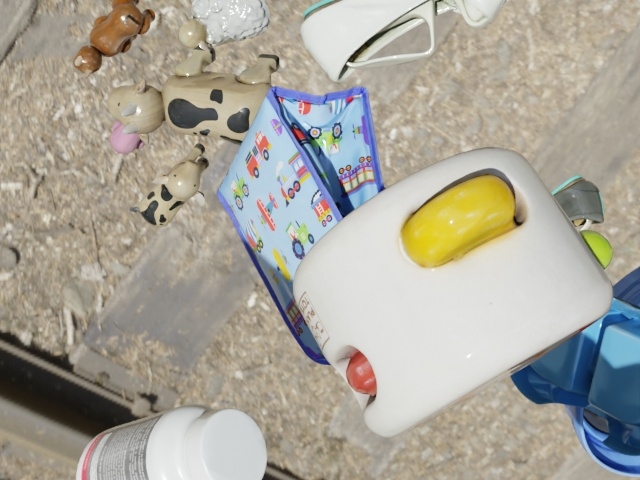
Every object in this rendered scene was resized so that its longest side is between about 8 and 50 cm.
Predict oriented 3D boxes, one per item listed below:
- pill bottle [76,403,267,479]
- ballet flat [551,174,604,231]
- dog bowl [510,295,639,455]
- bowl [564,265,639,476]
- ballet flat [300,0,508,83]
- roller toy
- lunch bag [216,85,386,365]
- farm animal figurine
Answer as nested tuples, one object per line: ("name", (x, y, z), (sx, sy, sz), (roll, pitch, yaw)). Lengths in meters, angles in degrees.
("pill bottle", (-0.237, 0.361, 1.421), (0.176, 0.176, 0.318), (35, 139, -31))
("ballet flat", (0.323, 0.007, 1.402), (0.280, 0.096, 0.095), (-37, 159, 29))
("dog bowl", (0.345, 0.144, 1.074), (0.074, 0.297, 0.166), (5, 102, -29))
("bowl", (0.544, 0.184, 1.346), (0.390, 0.077, 0.391), (-9, 119, -16))
("ballet flat", (0.165, -0.334, 1.249), (0.400, 0.139, 0.139), (-22, 123, 17))
("roller toy", (0.083, 0.031, 0.608), (0.191, 0.146, 0.209), (-38, 163, 27))
("lunch bag", (0.000, 0.000, 1.054), (0.138, 0.293, 0.221), (-6, 153, -27))
("farm animal figurine", (-0.190, -0.167, 1.211), (0.326, 0.172, 0.330), (-5, 123, 21))
